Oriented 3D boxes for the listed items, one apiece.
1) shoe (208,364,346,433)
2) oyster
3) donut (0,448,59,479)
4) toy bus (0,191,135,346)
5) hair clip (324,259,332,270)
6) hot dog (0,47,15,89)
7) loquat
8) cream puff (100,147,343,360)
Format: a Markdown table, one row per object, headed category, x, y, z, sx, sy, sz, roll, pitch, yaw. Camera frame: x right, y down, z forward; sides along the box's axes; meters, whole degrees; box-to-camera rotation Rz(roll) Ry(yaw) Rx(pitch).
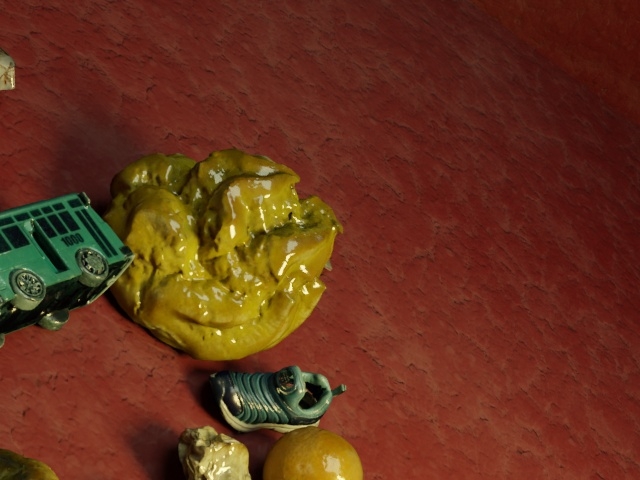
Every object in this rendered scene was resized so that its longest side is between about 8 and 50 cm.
| category | x | y | z | sx | sy | sz | roll | pitch | yaw |
| --- | --- | --- | --- | --- | --- | --- | --- | --- | --- |
| shoe | -0.063 | 0.210 | 1.901 | 0.207 | 0.106 | 0.091 | 12 | 45 | -40 |
| oyster | -0.112 | 0.297 | 1.719 | 0.163 | 0.081 | 0.191 | 44 | 14 | -48 |
| donut | -0.340 | 0.304 | 1.308 | 0.208 | 0.128 | 0.261 | -3 | 23 | -15 |
| toy bus | -0.364 | 0.034 | 1.677 | 0.147 | 0.128 | 0.256 | 53 | 31 | 9 |
| hair clip | -0.001 | 0.001 | 2.309 | 0.054 | 0.022 | 0.137 | 33 | 33 | -25 |
| hot dog | -0.497 | -0.232 | 1.875 | 0.108 | 0.059 | 0.191 | 43 | 31 | 17 |
| loquat | -0.006 | 0.316 | 1.826 | 0.141 | 0.141 | 0.141 | 34 | 33 | -26 |
| cream puff | -0.133 | -0.008 | 1.914 | 0.324 | 0.257 | 0.291 | 53 | 26 | 6 |
